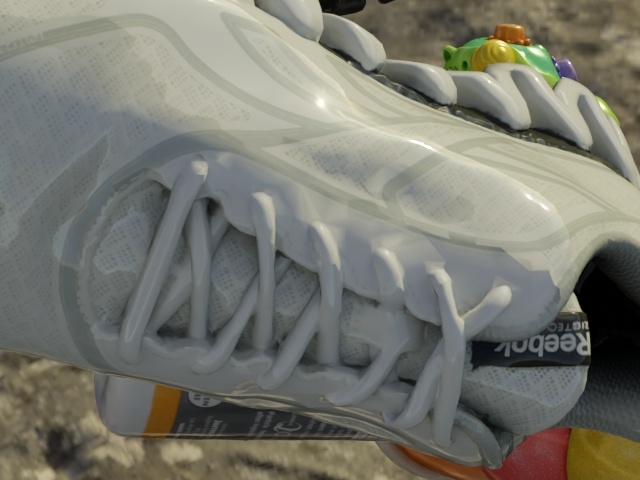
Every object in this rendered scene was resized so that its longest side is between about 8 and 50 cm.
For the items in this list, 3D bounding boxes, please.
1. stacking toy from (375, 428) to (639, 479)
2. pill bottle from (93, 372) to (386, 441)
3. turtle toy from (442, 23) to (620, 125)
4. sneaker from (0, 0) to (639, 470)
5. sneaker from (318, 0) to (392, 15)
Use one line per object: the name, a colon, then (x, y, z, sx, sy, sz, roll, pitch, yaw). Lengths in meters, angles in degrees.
stacking toy: (0.289, 0.144, 1.338, 0.351, 0.350, 0.480, -37, 39, -18)
pill bottle: (0.013, 0.037, 0.885, 0.279, 0.162, 0.162, 2, 54, -14)
turtle toy: (0.134, -0.089, 0.980, 0.130, 0.095, 0.066, 35, 58, -7)
sneaker: (0.000, 0.000, 0.391, 0.292, 0.110, 0.118, 6, 33, -35)
sneaker: (-0.069, -0.189, 0.698, 0.344, 0.134, 0.146, 2, 75, 12)
